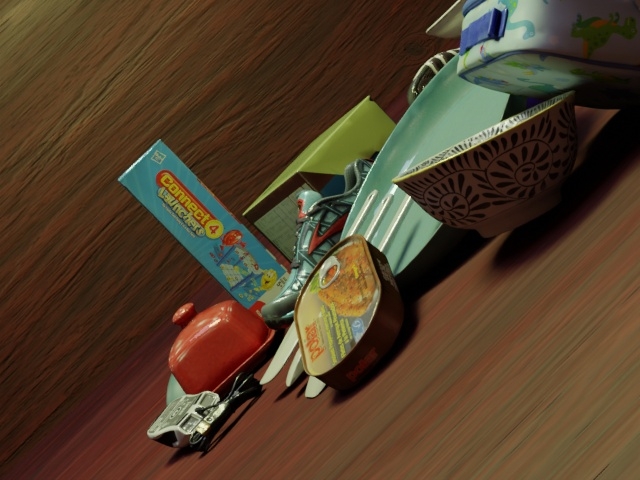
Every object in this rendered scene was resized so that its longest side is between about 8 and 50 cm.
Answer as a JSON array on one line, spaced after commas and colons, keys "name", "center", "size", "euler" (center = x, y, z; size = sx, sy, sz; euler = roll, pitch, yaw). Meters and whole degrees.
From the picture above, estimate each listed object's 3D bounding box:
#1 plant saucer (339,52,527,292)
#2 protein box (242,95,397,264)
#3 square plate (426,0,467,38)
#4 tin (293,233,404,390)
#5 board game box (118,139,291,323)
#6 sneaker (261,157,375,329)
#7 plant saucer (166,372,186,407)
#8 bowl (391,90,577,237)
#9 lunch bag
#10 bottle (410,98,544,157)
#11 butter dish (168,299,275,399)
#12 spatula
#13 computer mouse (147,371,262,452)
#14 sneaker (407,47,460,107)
[{"name": "plant saucer", "center": [0.118, -0.068, 1.294], "size": [0.317, 0.044, 0.317], "euler": [-54, 16, 23]}, {"name": "protein box", "center": [0.021, -0.084, 1.963], "size": [0.200, 0.136, 0.201], "euler": [-48, 8, -33]}, {"name": "square plate", "center": [0.377, -0.437, 2.064], "size": [0.344, 0.049, 0.347], "euler": [-39, -12, 31]}, {"name": "tin", "center": [0.024, 0.065, 1.148], "size": [0.106, 0.040, 0.189], "euler": [-45, 22, 14]}, {"name": "board game box", "center": [-0.169, -0.013, 1.934], "size": [0.086, 0.302, 0.308], "euler": [-44, 6, -3]}, {"name": "sneaker", "center": [0.000, 0.000, 1.562], "size": [0.262, 0.125, 0.104], "euler": [-46, 6, -26]}, {"name": "plant saucer", "center": [-0.177, 0.180, 1.930], "size": [0.195, 0.037, 0.195], "euler": [-44, 5, 5]}, {"name": "bowl", "center": [0.152, -0.053, 1.054], "size": [0.170, 0.080, 0.170], "euler": [-26, 4, 2]}, {"name": "lunch bag", "center": [0.213, -0.169, 1.058], "size": [0.219, 0.176, 0.090], "euler": [180, 98, -82]}, {"name": "bottle", "center": [0.228, -0.178, 1.437], "size": [0.283, 0.092, 0.118], "euler": [-42, 7, 20]}, {"name": "butter dish", "center": [-0.143, 0.131, 1.637], "size": [0.160, 0.118, 0.160], "euler": [-44, 6, 7]}, {"name": "spatula", "center": [0.026, 0.047, 1.269], "size": [0.242, 0.019, 0.168], "euler": [-60, 14, -13]}, {"name": "computer mouse", "center": [-0.141, 0.209, 1.465], "size": [0.106, 0.042, 0.193], "euler": [-52, 15, -28]}, {"name": "sneaker", "center": [0.224, -0.247, 2.011], "size": [0.281, 0.106, 0.162], "euler": [-35, -4, -30]}]
